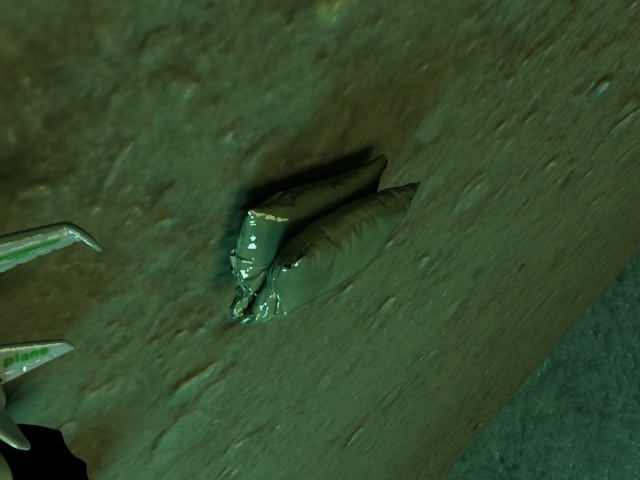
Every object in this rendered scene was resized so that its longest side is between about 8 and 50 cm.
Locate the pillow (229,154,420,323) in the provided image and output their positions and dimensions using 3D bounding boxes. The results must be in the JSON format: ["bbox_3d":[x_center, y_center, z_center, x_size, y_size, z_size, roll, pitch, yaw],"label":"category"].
[{"bbox_3d":[0.000,0.000,0.758,0.181,0.078,0.134,-27,154,-38],"label":"pillow"}]

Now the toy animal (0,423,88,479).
[{"bbox_3d":[-0.276,0.211,0.598,0.166,0.138,0.179,-62,159,2],"label":"toy animal"}]

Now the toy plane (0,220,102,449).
[{"bbox_3d":[-0.249,0.057,0.440,0.251,0.101,0.255,-47,150,-6],"label":"toy plane"}]
